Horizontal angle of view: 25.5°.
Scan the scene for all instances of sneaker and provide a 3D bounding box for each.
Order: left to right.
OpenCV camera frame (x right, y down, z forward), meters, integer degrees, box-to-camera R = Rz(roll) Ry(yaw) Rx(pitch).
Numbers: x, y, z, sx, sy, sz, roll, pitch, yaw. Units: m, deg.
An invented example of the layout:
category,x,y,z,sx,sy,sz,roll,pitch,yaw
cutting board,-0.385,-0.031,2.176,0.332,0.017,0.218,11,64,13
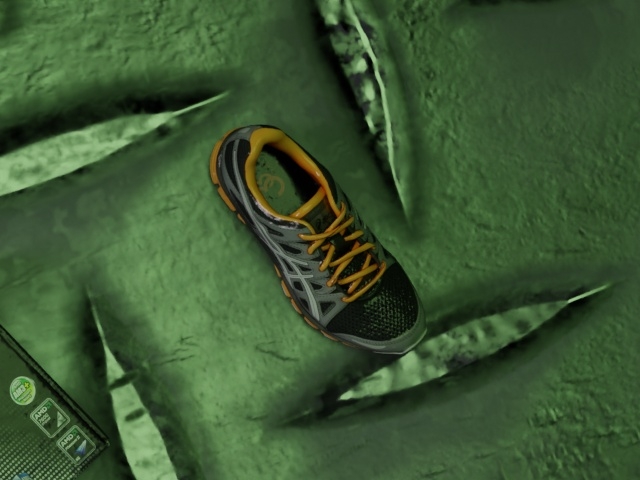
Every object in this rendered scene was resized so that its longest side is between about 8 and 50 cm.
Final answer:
category,x,y,z,sx,sy,sz,roll,pitch,yaw
sneaker,0.000,0.000,1.051,0.215,0.083,0.084,46,74,-3

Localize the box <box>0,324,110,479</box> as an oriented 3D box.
category,x,y,z,sx,sy,sz,roll,pitch,yaw
box,-0.277,0.139,0.982,0.190,0.045,0.184,-43,100,-15
